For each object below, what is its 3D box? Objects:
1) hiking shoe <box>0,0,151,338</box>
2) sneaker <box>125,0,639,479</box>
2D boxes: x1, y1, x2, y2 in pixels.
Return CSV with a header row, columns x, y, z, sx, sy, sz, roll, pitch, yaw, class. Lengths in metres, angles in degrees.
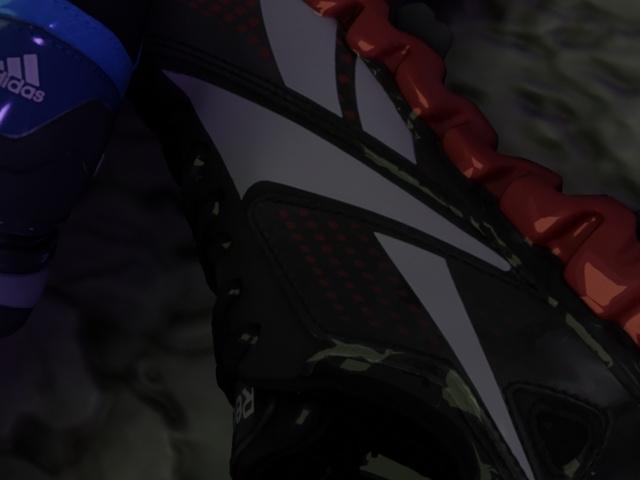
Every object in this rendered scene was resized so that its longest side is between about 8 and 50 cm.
x,y,z,sx,sy,sz,roll,pitch,yaw,class
-0.110,-0.098,0.465,0.132,0.113,0.304,-53,37,18,hiking shoe
0.000,0.000,0.444,0.135,0.097,0.276,-38,65,-17,sneaker
